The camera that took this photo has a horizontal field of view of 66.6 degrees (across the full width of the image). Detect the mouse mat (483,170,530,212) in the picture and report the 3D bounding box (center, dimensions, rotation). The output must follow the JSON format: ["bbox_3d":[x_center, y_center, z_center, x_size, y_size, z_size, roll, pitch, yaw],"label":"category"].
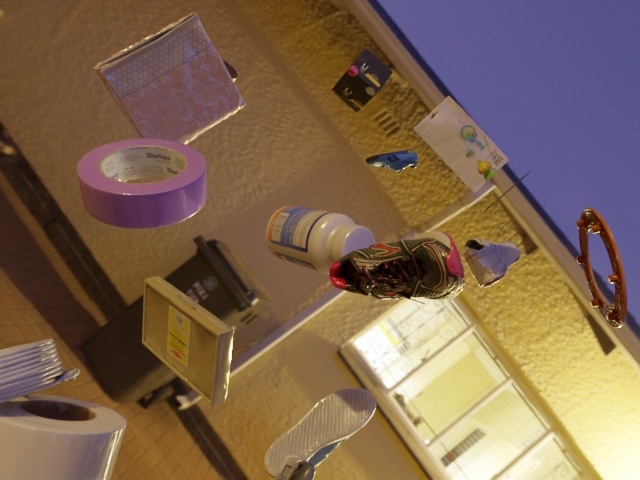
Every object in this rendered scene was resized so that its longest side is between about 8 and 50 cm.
[{"bbox_3d":[0.532,-0.139,1.383,0.007,0.152,0.190,48,25,9],"label":"mouse mat"}]

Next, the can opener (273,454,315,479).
[{"bbox_3d":[-0.112,0.667,1.210,0.074,0.280,0.093,31,-5,-8],"label":"can opener"}]

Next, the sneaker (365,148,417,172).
[{"bbox_3d":[0.263,-0.281,1.766,0.069,0.210,0.082,-162,-116,-65],"label":"sneaker"}]

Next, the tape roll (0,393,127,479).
[{"bbox_3d":[-0.495,0.389,0.874,0.246,0.169,0.246,14,-10,3],"label":"tape roll"}]

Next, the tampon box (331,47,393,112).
[{"bbox_3d":[0.133,-0.519,1.592,0.120,0.101,0.161,38,-19,-10],"label":"tampon box"}]

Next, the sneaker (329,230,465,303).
[{"bbox_3d":[0.130,0.059,0.860,0.299,0.112,0.120,-16,-93,60],"label":"sneaker"}]

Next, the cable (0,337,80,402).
[{"bbox_3d":[-0.598,0.245,0.857,0.257,0.257,0.089,52,24,-84],"label":"cable"}]

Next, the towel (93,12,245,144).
[{"bbox_3d":[-0.421,-0.442,1.423,0.053,0.332,0.316,42,-16,47],"label":"towel"}]

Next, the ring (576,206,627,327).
[{"bbox_3d":[0.766,0.075,1.350,0.336,0.032,0.336,-12,90,-76],"label":"ring"}]

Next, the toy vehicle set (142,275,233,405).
[{"bbox_3d":[-0.285,0.201,1.016,0.267,0.035,0.165,26,-64,35],"label":"toy vehicle set"}]

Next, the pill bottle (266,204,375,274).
[{"bbox_3d":[0.000,0.000,1.212,0.272,0.152,0.152,14,-36,46],"label":"pill bottle"}]

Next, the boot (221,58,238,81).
[{"bbox_3d":[-0.391,-0.534,1.627,0.213,0.165,0.077,24,39,-5],"label":"boot"}]

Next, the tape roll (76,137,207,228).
[{"bbox_3d":[-0.401,-0.138,1.119,0.275,0.275,0.090,47,-38,42],"label":"tape roll"}]

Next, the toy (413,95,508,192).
[{"bbox_3d":[0.375,-0.254,1.318,0.237,0.137,0.056,46,-7,3],"label":"toy"}]

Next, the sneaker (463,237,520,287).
[{"bbox_3d":[0.547,0.037,1.564,0.152,0.114,0.305,54,34,8],"label":"sneaker"}]

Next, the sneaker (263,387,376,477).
[{"bbox_3d":[0.003,0.570,1.440,0.135,0.366,0.150,54,-14,31],"label":"sneaker"}]
